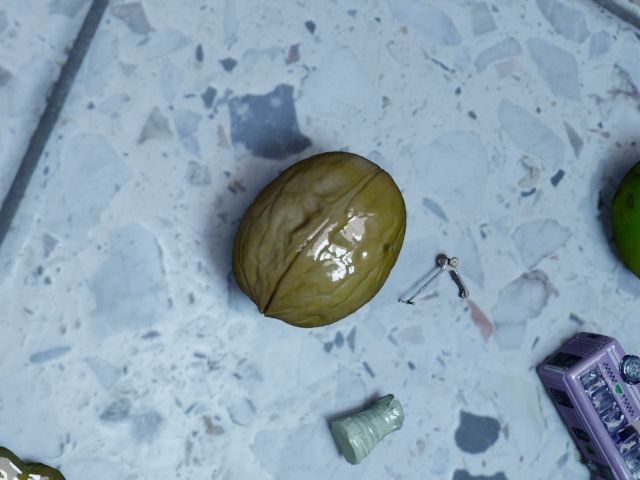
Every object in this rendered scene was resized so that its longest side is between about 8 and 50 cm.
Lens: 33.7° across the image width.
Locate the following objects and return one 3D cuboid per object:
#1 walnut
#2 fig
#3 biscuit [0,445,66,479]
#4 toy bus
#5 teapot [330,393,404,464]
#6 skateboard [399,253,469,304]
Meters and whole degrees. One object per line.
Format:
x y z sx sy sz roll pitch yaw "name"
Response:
0.000 0.000 1.143 0.167 0.167 0.207 44 77 -16 "walnut"
0.457 -0.033 1.319 0.181 0.191 0.181 -4 71 11 "fig"
-0.336 0.376 1.054 0.335 0.078 0.329 23 79 -21 "biscuit"
0.364 0.219 1.325 0.108 0.096 0.199 -32 100 -15 "toy bus"
0.058 0.218 1.225 0.083 0.057 0.067 -30 138 -23 "teapot"
0.138 0.064 1.270 0.083 0.032 0.064 -37 114 -21 "skateboard"
